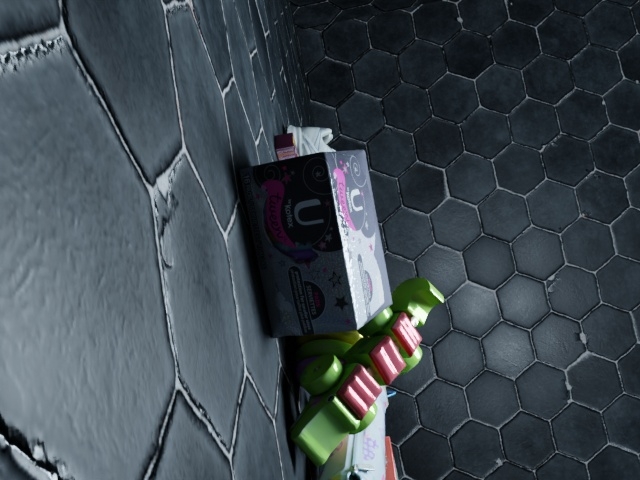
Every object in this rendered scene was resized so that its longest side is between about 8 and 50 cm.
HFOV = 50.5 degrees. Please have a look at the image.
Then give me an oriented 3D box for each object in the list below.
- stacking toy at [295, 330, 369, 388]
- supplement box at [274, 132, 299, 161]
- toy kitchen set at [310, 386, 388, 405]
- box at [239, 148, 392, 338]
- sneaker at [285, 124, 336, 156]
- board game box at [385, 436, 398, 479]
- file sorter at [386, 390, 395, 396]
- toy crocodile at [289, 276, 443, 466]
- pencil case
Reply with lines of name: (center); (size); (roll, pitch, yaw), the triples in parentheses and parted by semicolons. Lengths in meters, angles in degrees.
stacking toy: (0.017, 0.198, 1.133); (0.175, 0.165, 0.302); (76, 17, -49)
supplement box: (-0.071, -0.187, 1.497); (0.083, 0.043, 0.055); (75, 7, -45)
toy kitchen set: (0.015, 0.281, 1.360); (0.207, 0.166, 0.122); (-5, -84, 57)
box: (0.000, 0.000, 0.989); (0.163, 0.142, 0.247); (-20, 100, -65)
sneaker: (-0.013, -0.173, 1.690); (0.111, 0.129, 0.297); (76, 6, -64)
board game box: (0.127, 0.532, 1.288); (0.316, 0.064, 0.242); (74, 7, -60)
file sorter: (0.081, 0.274, 1.507); (0.118, 0.104, 0.170); (-18, -94, 56)
toy crocodile: (0.076, 0.189, 1.027); (0.340, 0.105, 0.115); (-44, 106, -34)
pencil case: (0.052, 0.343, 1.110); (0.273, 0.113, 0.124); (-78, 160, -62)
